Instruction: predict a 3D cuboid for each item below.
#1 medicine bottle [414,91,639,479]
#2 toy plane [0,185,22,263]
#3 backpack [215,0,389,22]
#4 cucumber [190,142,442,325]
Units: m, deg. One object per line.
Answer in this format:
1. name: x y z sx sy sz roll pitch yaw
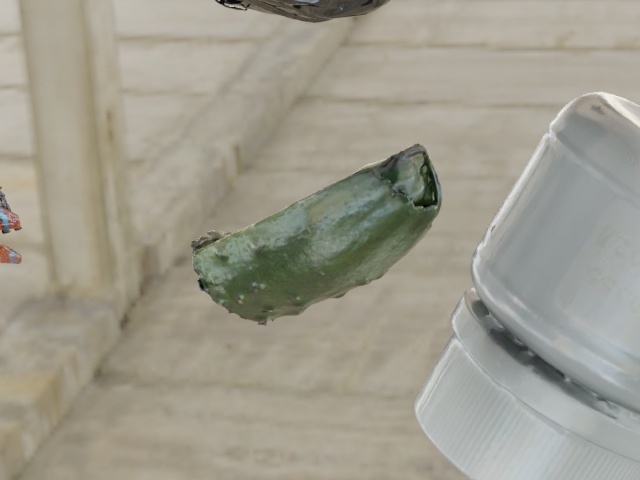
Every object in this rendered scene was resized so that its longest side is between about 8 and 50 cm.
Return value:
1. medicine bottle: 0.235 0.061 1.340 0.245 0.306 0.245 28 -166 -8
2. toy plane: -0.404 -0.051 1.839 0.130 0.189 0.061 -14 -170 25
3. backpack: -0.115 -0.368 1.396 0.445 0.363 0.255 9 -138 -2
4. cucumber: 0.000 0.003 1.838 0.325 0.145 0.105 -27 -173 39
